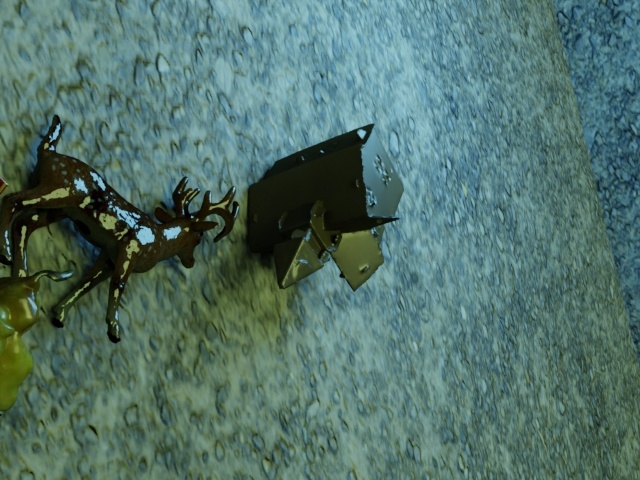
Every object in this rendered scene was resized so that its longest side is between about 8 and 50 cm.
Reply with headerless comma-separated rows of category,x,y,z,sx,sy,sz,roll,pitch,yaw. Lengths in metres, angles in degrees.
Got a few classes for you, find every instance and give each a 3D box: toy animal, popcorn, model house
toy animal,-0.203,-0.019,0.945,0.243,0.087,0.260,52,45,-32
popcorn,-0.306,0.077,0.698,0.195,0.168,0.174,25,86,-44
model house,0.000,0.000,1.125,0.176,0.180,0.248,59,34,-23

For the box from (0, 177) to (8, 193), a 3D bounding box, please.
box,-0.337,-0.061,0.829,0.082,0.023,0.052,52,43,-29
